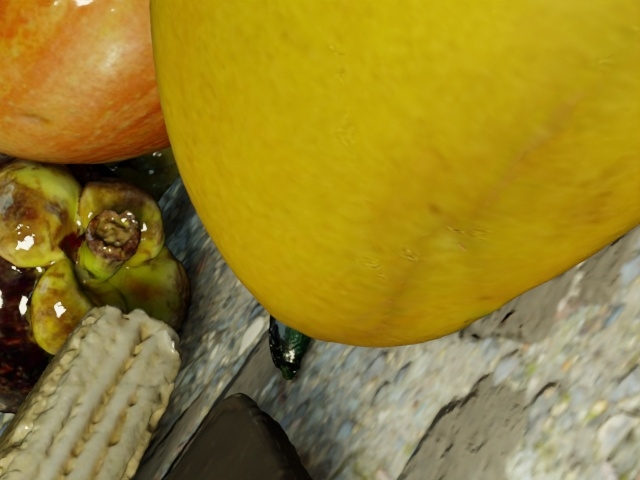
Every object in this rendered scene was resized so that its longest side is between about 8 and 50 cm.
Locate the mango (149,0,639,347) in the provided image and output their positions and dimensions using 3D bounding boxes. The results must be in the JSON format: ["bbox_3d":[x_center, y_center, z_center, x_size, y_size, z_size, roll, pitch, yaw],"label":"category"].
[{"bbox_3d":[0.070,-0.134,0.676,0.232,0.300,0.445,-24,-26,-43],"label":"mango"}]

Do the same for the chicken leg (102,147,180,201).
[{"bbox_3d":[-0.118,-0.111,1.264,0.429,0.153,0.201,-59,26,9],"label":"chicken leg"}]

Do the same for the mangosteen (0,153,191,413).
[{"bbox_3d":[-0.181,0.024,1.112,0.217,0.192,0.192,-7,50,54],"label":"mangosteen"}]

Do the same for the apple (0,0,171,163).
[{"bbox_3d":[-0.152,-0.175,1.049,0.301,0.301,0.301,-46,21,23],"label":"apple"}]

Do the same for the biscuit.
[{"bbox_3d":[-0.192,0.211,0.899,0.144,0.078,0.426,-50,11,44],"label":"biscuit"}]

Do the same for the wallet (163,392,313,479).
[{"bbox_3d":[-0.101,0.223,0.799,0.309,0.042,0.165,-56,15,5],"label":"wallet"}]

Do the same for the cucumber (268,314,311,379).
[{"bbox_3d":[0.000,0.000,0.959,0.036,0.033,0.184,-17,40,32],"label":"cucumber"}]
